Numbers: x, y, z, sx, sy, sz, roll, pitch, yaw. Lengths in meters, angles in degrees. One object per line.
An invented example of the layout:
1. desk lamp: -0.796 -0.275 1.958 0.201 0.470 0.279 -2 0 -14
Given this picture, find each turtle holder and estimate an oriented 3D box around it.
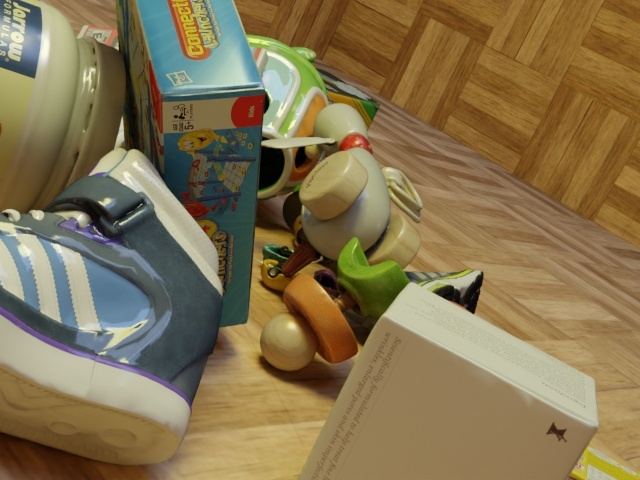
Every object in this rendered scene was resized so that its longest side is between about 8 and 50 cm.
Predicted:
1. turtle holder: -0.141 -0.182 1.409 0.320 0.243 0.227 25 31 -19

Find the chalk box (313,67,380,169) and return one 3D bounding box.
1. chalk box: -0.061 -0.241 1.833 0.180 0.179 0.289 37 20 34

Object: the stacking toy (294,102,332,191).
1. stacking toy: -0.091 -0.186 1.623 0.221 0.167 0.052 15 18 -31

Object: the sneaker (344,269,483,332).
1. sneaker: 0.131 0.078 1.239 0.121 0.111 0.300 16 4 23

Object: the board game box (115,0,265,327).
1. board game box: -0.137 -0.122 0.935 0.086 0.302 0.308 -8 48 -15

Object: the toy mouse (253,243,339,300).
1. toy mouse: -0.025 0.045 1.229 0.161 0.031 0.143 29 16 9

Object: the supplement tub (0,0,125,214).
1. supplement tub: -0.377 -0.145 0.915 0.324 0.235 0.235 16 19 -31

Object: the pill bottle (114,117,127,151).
1. pill bottle: -0.193 -0.066 1.167 0.208 0.119 0.119 30 16 14

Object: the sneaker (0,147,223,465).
1. sneaker: -0.219 0.008 0.703 0.322 0.130 0.236 28 45 -24

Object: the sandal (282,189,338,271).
1. sandal: 0.000 0.000 1.362 0.060 0.090 0.219 -12 42 -31

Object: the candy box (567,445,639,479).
1. candy box: 0.311 0.265 1.052 0.206 0.027 0.105 29 18 11

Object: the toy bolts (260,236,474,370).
1. toy bolts: 0.061 0.140 0.968 0.228 0.158 0.218 31 -27 54

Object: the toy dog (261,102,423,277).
1. toy dog: 0.011 -0.053 1.226 0.220 0.161 0.334 54 13 -7

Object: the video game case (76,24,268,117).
1. video game case: -0.236 -0.201 1.307 0.285 0.204 0.025 10 -31 15

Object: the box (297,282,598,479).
1. box: 0.102 0.161 0.775 0.182 0.181 0.119 28 15 8
